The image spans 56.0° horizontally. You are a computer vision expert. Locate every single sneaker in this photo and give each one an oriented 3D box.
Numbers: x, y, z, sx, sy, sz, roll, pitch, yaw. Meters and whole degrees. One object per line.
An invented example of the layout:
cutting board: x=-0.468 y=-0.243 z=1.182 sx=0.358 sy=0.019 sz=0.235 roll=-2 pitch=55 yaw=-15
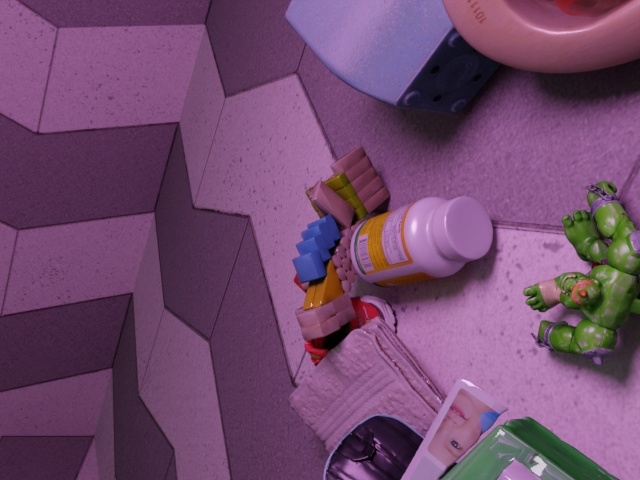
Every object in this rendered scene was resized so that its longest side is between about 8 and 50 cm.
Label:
sneaker: x=0.019 y=0.200 z=1.047 sx=0.279 sy=0.118 sz=0.107 roll=-64 pitch=31 yaw=25

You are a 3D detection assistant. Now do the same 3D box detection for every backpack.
backpack: x=0.093 y=0.330 z=0.775 sx=0.188 sy=0.166 sz=0.144 roll=39 pitch=154 yaw=15

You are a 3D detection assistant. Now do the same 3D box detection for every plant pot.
plant pot: x=0.142 y=-0.328 z=0.887 sx=0.248 sy=0.247 sz=0.252 roll=-52 pitch=53 yaw=40

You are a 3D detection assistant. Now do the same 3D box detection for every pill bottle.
pill bottle: x=0.146 y=0.002 z=0.885 sx=0.208 sy=0.117 sz=0.118 roll=-21 pitch=63 yaw=57

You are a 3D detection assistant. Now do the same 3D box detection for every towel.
towel: x=0.066 y=0.257 z=0.934 sx=0.187 sy=0.049 sz=0.282 roll=49 pitch=132 yaw=16

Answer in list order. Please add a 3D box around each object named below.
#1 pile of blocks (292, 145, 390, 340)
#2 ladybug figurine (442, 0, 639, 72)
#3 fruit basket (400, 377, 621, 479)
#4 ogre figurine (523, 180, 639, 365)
pile of blocks: x=0.000 y=0.000 z=0.991 sx=0.112 sy=0.149 sz=0.362 roll=-22 pitch=38 yaw=42
ladybug figurine: x=0.315 y=-0.350 z=0.588 sx=0.449 sy=0.162 sz=0.305 roll=-22 pitch=102 yaw=53
fruit basket: x=0.173 y=0.365 z=0.563 sx=0.327 sy=0.165 sz=0.353 roll=35 pitch=95 yaw=33
ogre figurine: x=0.293 y=0.043 z=0.643 sx=0.197 sy=0.097 sz=0.118 roll=-56 pitch=16 yaw=11
